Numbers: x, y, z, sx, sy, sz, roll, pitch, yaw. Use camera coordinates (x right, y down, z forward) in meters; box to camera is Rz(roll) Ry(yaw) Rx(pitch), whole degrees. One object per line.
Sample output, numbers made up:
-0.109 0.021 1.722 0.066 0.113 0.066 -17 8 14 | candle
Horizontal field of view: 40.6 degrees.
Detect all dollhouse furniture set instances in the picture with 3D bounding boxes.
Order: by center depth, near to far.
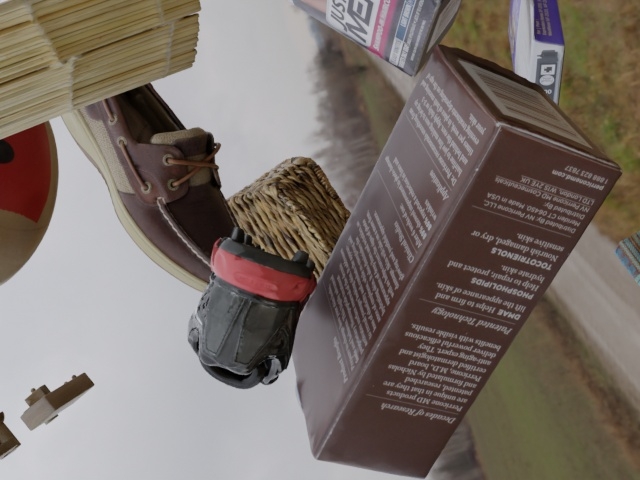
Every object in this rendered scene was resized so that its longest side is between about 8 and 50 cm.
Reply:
-0.432 0.215 1.194 0.123 0.151 0.144 51 -165 1 | dollhouse furniture set

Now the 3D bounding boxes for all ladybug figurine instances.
-0.588 -0.130 1.398 0.162 0.305 0.449 94 165 -64 | ladybug figurine

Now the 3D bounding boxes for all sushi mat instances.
-0.214 -0.079 0.489 0.019 0.316 0.151 62 165 11 | sushi mat

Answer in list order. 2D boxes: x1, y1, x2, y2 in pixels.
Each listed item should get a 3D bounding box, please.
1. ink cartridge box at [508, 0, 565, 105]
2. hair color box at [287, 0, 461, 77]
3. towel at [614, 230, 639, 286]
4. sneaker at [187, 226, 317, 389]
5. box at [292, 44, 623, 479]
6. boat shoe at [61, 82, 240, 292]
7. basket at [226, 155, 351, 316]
0.257 -0.266 1.037 0.208 0.045 0.206 75 -166 -53 | ink cartridge box
0.000 -0.348 0.994 0.347 0.105 0.174 33 164 7 | hair color box
0.585 0.074 1.079 0.370 0.271 0.040 60 -168 30 | towel
-0.064 0.066 0.809 0.276 0.098 0.135 86 -157 -88 | sneaker
0.108 0.029 0.851 0.381 0.143 0.191 -62 23 26 | box
-0.183 -0.091 1.039 0.123 0.123 0.342 -23 -105 -50 | boat shoe
0.000 0.000 1.514 0.223 0.213 0.299 -38 -77 -47 | basket
